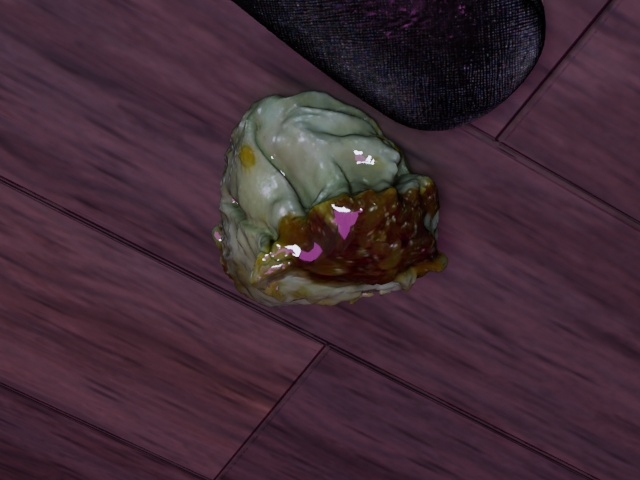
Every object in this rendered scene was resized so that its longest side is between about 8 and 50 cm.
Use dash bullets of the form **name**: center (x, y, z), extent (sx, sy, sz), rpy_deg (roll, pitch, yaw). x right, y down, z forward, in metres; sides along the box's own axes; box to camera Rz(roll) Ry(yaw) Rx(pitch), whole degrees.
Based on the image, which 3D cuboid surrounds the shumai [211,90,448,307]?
- **shumai**: center (-0.003, 0.004, 0.647), extent (0.184, 0.142, 0.184), rpy_deg (5, 125, 7)

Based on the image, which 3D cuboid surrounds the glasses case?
- **glasses case**: center (-0.005, -0.186, 0.534), extent (0.321, 0.082, 0.122), rpy_deg (36, 127, -18)
